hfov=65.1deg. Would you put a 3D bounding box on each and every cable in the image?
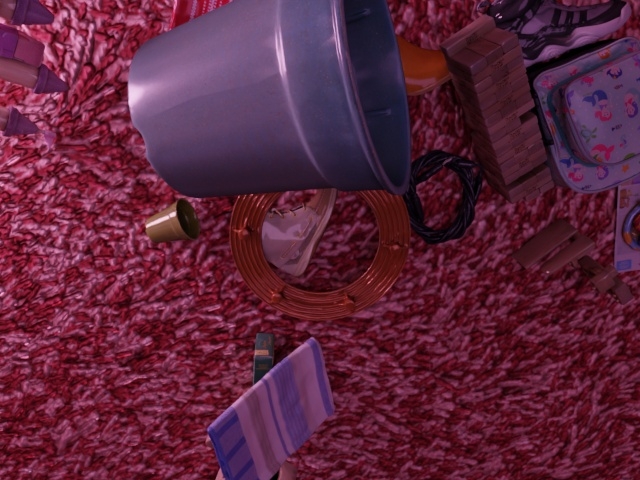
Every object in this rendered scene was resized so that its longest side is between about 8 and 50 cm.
[{"bbox_3d":[0.231,-0.080,0.985,0.150,0.047,0.184,14,106,-3],"label":"cable"}]

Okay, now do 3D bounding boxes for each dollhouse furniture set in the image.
[{"bbox_3d":[0.506,0.071,1.015,0.123,0.144,0.151,-39,118,10],"label":"dollhouse furniture set"}]

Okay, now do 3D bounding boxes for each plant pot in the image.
[{"bbox_3d":[-0.067,-0.211,0.737,0.334,0.341,0.341,-7,105,20],"label":"plant pot"},{"bbox_3d":[-0.284,-0.029,0.949,0.079,0.083,0.083,-17,105,13],"label":"plant pot"}]

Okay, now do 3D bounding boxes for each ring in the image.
[{"bbox_3d":[0.000,0.000,0.920,0.336,0.032,0.336,0,107,0],"label":"ring"}]

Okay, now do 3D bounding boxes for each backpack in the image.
[{"bbox_3d":[0.501,-0.217,0.917,0.225,0.191,0.253,-23,109,0],"label":"backpack"}]

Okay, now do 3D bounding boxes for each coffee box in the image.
[{"bbox_3d":[-0.116,0.294,1.018,0.040,0.113,0.184,3,102,-4],"label":"coffee box"}]

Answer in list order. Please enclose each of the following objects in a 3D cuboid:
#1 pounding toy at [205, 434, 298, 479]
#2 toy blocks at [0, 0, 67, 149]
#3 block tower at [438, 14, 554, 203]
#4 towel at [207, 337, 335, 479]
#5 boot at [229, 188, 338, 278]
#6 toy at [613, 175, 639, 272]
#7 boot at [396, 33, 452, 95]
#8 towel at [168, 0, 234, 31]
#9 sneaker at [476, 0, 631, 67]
[{"bbox_3d":[-0.157,0.474,1.030,0.206,0.094,0.181,35,126,-12],"label":"pounding toy"},{"bbox_3d":[-0.539,-0.313,0.808,0.260,0.309,0.288,11,118,-41],"label":"toy blocks"},{"bbox_3d":[0.316,-0.210,0.879,0.091,0.097,0.335,-33,126,4],"label":"block tower"},{"bbox_3d":[-0.079,0.343,0.969,0.285,0.034,0.209,-34,124,-39],"label":"towel"},{"bbox_3d":[-0.070,-0.050,0.959,0.165,0.077,0.213,23,101,-7],"label":"boot"},{"bbox_3d":[0.687,-0.046,1.033,0.137,0.056,0.237,-8,104,-1],"label":"toy"},{"bbox_3d":[0.117,-0.347,0.887,0.295,0.104,0.211,-27,105,6],"label":"boot"},{"bbox_3d":[-0.128,-0.343,0.864,0.275,0.031,0.199,23,115,0],"label":"towel"},{"bbox_3d":[0.414,-0.412,0.896,0.268,0.101,0.153,-21,107,3],"label":"sneaker"}]
